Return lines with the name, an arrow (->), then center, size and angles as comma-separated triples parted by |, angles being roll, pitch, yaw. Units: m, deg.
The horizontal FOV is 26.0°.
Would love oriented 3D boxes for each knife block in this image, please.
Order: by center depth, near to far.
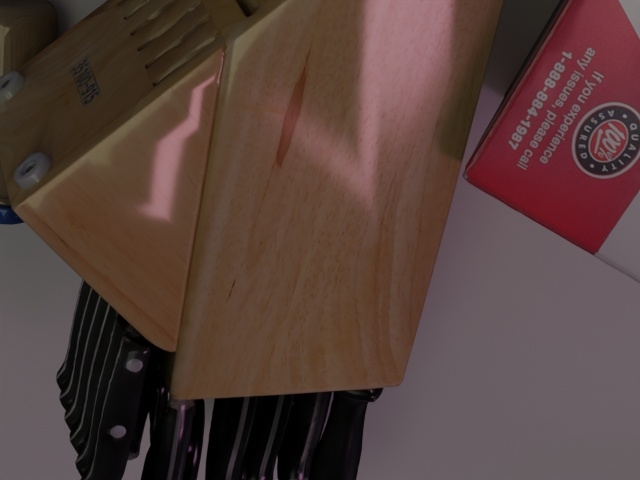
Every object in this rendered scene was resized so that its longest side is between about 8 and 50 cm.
knife block -> 0.000, 0.000, 0.544 | 0.275, 0.088, 0.242 | -37, 128, 6

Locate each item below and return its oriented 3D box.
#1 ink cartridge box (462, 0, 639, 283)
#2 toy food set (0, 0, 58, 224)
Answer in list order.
ink cartridge box -> 0.197, -0.044, 0.471 | 0.237, 0.100, 0.172 | 30, 118, 3
toy food set -> -0.190, -0.046, 0.568 | 0.232, 0.111, 0.105 | -1, 117, -17
